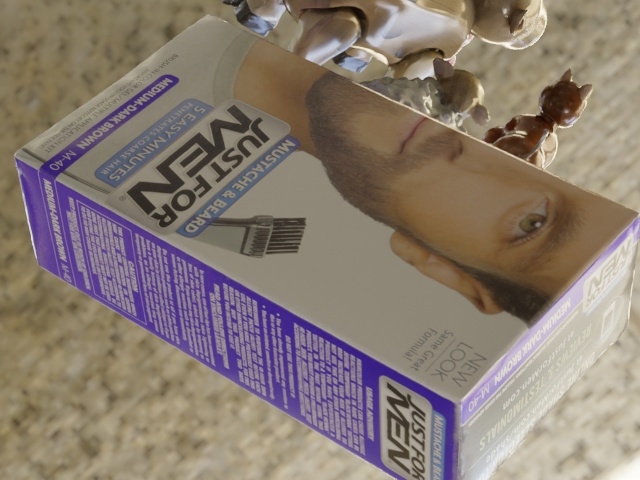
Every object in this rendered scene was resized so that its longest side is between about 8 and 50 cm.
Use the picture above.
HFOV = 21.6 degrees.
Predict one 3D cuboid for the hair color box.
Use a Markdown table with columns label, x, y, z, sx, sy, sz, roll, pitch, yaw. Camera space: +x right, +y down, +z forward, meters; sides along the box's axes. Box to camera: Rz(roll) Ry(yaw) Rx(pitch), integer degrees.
| label | x | y | z | sx | sy | sz | roll | pitch | yaw |
| --- | --- | --- | --- | --- | --- | --- | --- | --- | --- |
| hair color box | 0.000 | 0.000 | 1.021 | 0.339 | 0.185 | 0.110 | 28 | 142 | 27 |

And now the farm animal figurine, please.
| label | x | y | z | sx | sy | sz | roll | pitch | yaw |
| --- | --- | --- | --- | --- | --- | --- | --- | --- | --- |
| farm animal figurine | 0.076 | -0.188 | 1.284 | 0.327 | 0.172 | 0.330 | -1 | -128 | -52 |
